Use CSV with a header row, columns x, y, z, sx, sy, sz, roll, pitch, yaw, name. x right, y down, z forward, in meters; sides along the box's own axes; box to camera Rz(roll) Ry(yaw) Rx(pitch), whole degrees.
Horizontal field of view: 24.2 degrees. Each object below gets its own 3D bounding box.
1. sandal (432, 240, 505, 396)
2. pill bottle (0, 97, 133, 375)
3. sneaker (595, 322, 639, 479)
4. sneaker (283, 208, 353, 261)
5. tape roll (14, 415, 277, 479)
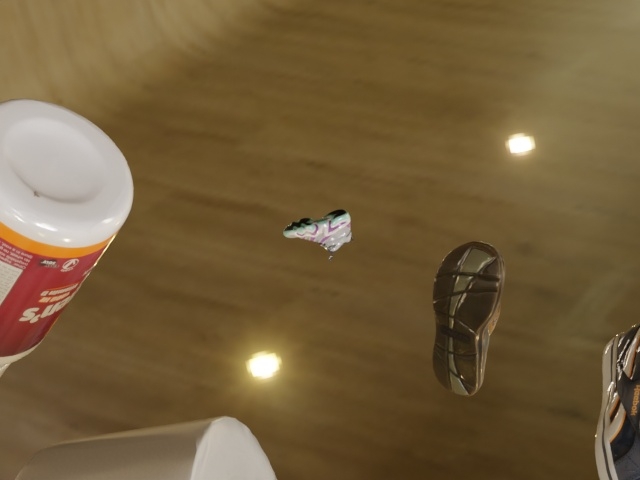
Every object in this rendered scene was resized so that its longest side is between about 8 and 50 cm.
x,y,z,sx,sy,sz,roll,pitch,yaw,name
0.184,0.090,1.788,0.090,0.219,0.060,23,-141,32,sandal
-0.229,0.013,1.051,0.221,0.121,0.121,-50,178,39,pill bottle
0.411,0.214,1.791,0.127,0.126,0.321,-41,-150,38,sneaker
0.000,0.000,2.136,0.098,0.069,0.038,-13,-156,1,sneaker
-0.074,0.238,0.767,0.100,0.286,0.286,-10,-155,9,tape roll
